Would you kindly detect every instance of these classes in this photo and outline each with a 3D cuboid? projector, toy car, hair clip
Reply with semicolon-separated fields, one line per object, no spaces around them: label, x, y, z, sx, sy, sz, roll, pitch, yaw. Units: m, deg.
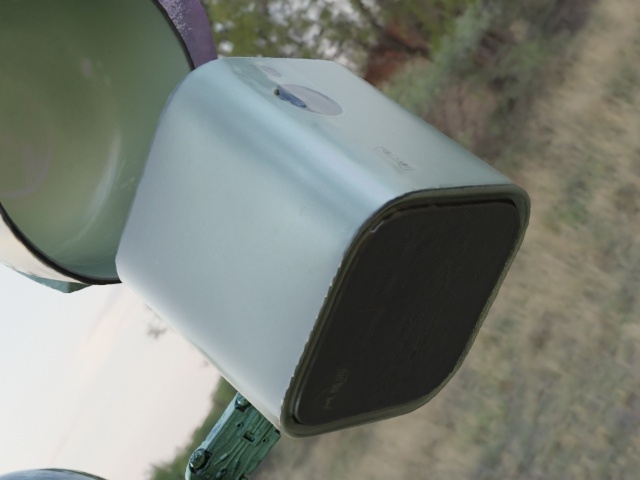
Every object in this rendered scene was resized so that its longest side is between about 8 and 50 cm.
projector;0.000;0.000;1.107;0.248;0.249;0.248;-7;-53;-47
toy car;-0.110;0.262;1.631;0.186;0.093;0.058;-53;26;5
hair clip;-0.177;-0.226;1.785;0.110;0.359;0.095;-29;7;32

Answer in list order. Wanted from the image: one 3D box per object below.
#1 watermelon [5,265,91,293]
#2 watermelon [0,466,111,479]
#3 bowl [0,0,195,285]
watermelon;-0.323;-0.122;1.586;0.228;0.387;0.258;-2;-30;-38
watermelon;-0.341;0.449;1.507;0.363;0.363;0.363;-61;-1;-1
bowl;-0.300;-0.120;1.314;0.185;0.354;0.354;-6;37;33
